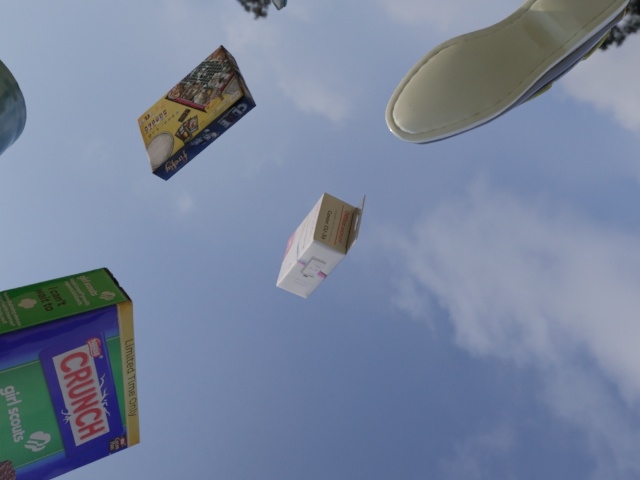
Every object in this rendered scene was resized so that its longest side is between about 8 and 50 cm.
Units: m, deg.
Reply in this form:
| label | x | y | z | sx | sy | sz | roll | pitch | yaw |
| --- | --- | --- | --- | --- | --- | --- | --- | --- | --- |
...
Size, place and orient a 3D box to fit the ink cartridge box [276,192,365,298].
| label | x | y | z | sx | sy | sz | roll | pitch | yaw |
| --- | --- | --- | --- | --- | --- | --- | --- | --- | --- |
| ink cartridge box | 0.000 | 0.000 | 1.122 | 0.067 | 0.198 | 0.115 | 25 | -132 | -14 |

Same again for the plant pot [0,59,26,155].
| label | x | y | z | sx | sy | sz | roll | pitch | yaw |
| --- | --- | --- | --- | --- | --- | --- | --- | --- | --- |
| plant pot | -0.715 | -0.217 | 1.155 | 0.293 | 0.293 | 0.196 | 12 | -136 | -5 |

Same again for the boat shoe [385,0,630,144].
| label | x | y | z | sx | sy | sz | roll | pitch | yaw |
| --- | --- | --- | --- | --- | --- | --- | --- | --- | --- |
| boat shoe | 0.215 | -0.202 | 0.743 | 0.305 | 0.091 | 0.109 | -35 | -108 | 7 |

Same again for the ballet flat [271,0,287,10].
| label | x | y | z | sx | sy | sz | roll | pitch | yaw |
| --- | --- | --- | --- | --- | --- | --- | --- | --- | --- |
| ballet flat | -0.083 | -0.445 | 0.936 | 0.068 | 0.213 | 0.072 | -7 | -144 | -14 |

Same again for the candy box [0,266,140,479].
| label | x | y | z | sx | sy | sz | roll | pitch | yaw |
| --- | --- | --- | --- | --- | --- | --- | --- | --- | --- |
| candy box | -0.414 | 0.204 | 0.862 | 0.317 | 0.268 | 0.122 | -16 | -145 | -33 |

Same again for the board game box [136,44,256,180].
| label | x | y | z | sx | sy | sz | roll | pitch | yaw |
| --- | --- | --- | --- | --- | --- | --- | --- | --- | --- |
| board game box | -0.252 | -0.254 | 1.282 | 0.042 | 0.243 | 0.165 | 33 | -154 | -51 |
